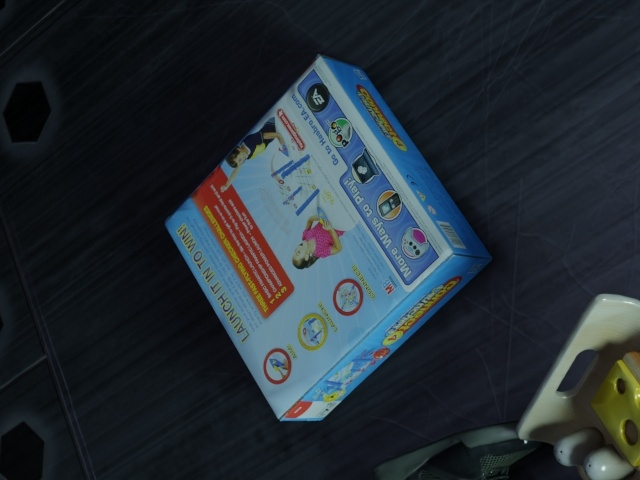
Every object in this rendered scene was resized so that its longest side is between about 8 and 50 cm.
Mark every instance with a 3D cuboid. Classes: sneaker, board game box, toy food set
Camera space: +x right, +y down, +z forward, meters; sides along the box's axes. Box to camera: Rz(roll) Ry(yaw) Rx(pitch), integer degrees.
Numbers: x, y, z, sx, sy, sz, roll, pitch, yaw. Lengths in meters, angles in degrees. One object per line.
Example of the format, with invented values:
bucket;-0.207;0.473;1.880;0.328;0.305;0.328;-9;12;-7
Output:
sneaker;0.163;0.271;1.791;0.227;0.087;0.130;-30;70;35
board game box;0.000;0.000;1.940;0.302;0.086;0.308;-45;61;25
toy food set;0.301;0.228;1.548;0.306;0.092;0.219;59;143;35
